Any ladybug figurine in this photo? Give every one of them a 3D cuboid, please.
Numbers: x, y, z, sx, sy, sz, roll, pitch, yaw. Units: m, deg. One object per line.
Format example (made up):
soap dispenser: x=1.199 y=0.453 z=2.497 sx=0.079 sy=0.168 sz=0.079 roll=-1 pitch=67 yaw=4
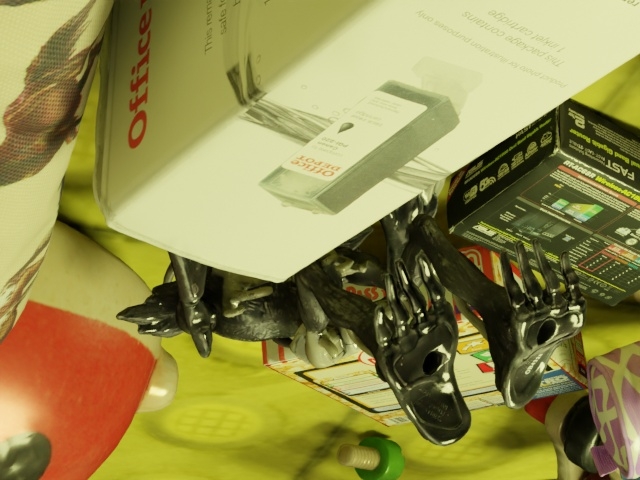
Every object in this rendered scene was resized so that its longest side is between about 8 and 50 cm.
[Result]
ladybug figurine: x=-0.303 y=0.075 z=0.771 sx=0.449 sy=0.162 sz=0.305 roll=5 pitch=149 yaw=-11

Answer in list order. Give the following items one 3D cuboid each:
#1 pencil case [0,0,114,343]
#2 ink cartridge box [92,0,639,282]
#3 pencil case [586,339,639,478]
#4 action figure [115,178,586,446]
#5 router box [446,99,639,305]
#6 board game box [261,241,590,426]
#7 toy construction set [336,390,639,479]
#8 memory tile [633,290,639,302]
pencil case: x=-0.168 y=-0.086 z=0.487 sx=0.183 sy=0.160 sz=0.410 roll=-6 pitch=150 yaw=-24
ink cartridge box: x=0.015 y=-0.102 z=0.482 sx=0.092 sy=0.158 sz=0.218 roll=22 pitch=143 yaw=-34
pencil case: x=0.270 y=0.088 z=0.860 sx=0.206 sy=0.086 sz=0.088 roll=-12 pitch=144 yaw=0
action figure: x=0.000 y=0.000 z=0.679 sx=0.164 sy=0.141 sz=0.275 roll=-14 pitch=-161 yaw=-31
router box: x=0.142 y=-0.018 z=0.737 sx=0.122 sy=0.038 sz=0.092 roll=23 pitch=143 yaw=-25
board game box: x=0.070 y=0.066 z=0.853 sx=0.147 sy=0.045 sz=0.193 roll=-14 pitch=157 yaw=20
toy construction set: x=0.170 y=0.237 z=1.045 sx=0.309 sy=0.257 sz=0.237 roll=2 pitch=170 yaw=37
memory tile: x=0.231 y=0.011 z=0.827 sx=0.113 sy=0.012 sz=0.148 roll=-22 pitch=143 yaw=31
